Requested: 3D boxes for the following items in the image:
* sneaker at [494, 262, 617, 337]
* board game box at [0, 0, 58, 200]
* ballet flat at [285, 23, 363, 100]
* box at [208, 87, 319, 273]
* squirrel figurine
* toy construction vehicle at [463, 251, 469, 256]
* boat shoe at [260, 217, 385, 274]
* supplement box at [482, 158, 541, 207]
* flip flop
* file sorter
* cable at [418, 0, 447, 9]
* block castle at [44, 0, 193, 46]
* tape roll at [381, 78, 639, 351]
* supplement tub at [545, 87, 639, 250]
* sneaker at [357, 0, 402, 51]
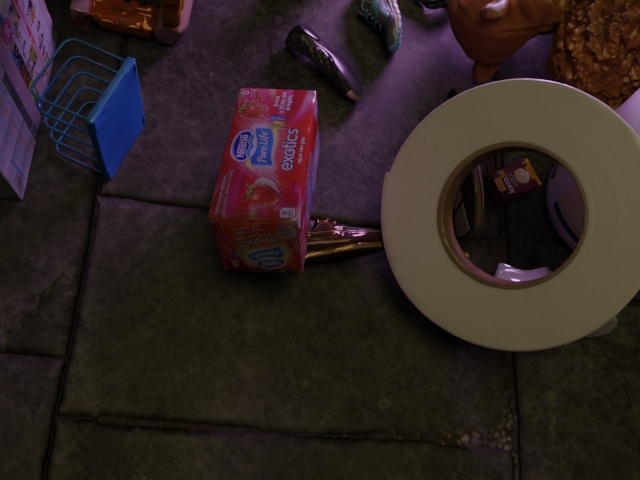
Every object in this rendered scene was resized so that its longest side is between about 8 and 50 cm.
[{"bbox_3d":[0.382,0.088,1.082,0.212,0.080,0.094,19,46,-8],"label":"sneaker"},{"bbox_3d":[-0.467,-0.241,0.937,0.097,0.224,0.304,6,68,-6],"label":"board game box"},{"bbox_3d":[0.010,-0.309,1.170,0.173,0.049,0.057,46,35,3],"label":"ballet flat"},{"bbox_3d":[-0.073,-0.091,0.974,0.122,0.128,0.257,3,54,5],"label":"box"},{"bbox_3d":[0.432,-0.411,1.167,0.370,0.281,0.397,-33,71,-14],"label":"squirrel figurine"},{"bbox_3d":[0.225,0.076,1.072,0.085,0.035,0.098,-25,74,-8],"label":"toy construction vehicle"},{"bbox_3d":[0.000,0.000,1.026,0.206,0.073,0.073,-8,74,-15],"label":"boat shoe"},{"bbox_3d":[0.329,-0.100,1.151,0.083,0.043,0.055,-22,77,-18],"label":"supplement box"},{"bbox_3d":[0.249,-0.131,1.122,0.080,0.112,0.277,11,62,-20],"label":"flip flop"},{"bbox_3d":[-0.337,-0.191,0.975,0.104,0.170,0.118,24,67,0],"label":"file sorter"},{"bbox_3d":[0.219,-0.524,1.294,0.184,0.047,0.150,44,62,9],"label":"cable"},{"bbox_3d":[-0.402,-0.494,1.007,0.453,0.303,0.213,9,74,-9],"label":"block castle"},{"bbox_3d":[0.278,-0.036,0.963,0.391,0.072,0.392,1,92,24],"label":"tape roll"},{"bbox_3d":[0.534,-0.110,1.046,0.235,0.325,0.236,4,69,-11],"label":"supplement tub"},{"bbox_3d":[0.106,-0.415,1.223,0.076,0.065,0.167,-8,68,2],"label":"sneaker"}]
